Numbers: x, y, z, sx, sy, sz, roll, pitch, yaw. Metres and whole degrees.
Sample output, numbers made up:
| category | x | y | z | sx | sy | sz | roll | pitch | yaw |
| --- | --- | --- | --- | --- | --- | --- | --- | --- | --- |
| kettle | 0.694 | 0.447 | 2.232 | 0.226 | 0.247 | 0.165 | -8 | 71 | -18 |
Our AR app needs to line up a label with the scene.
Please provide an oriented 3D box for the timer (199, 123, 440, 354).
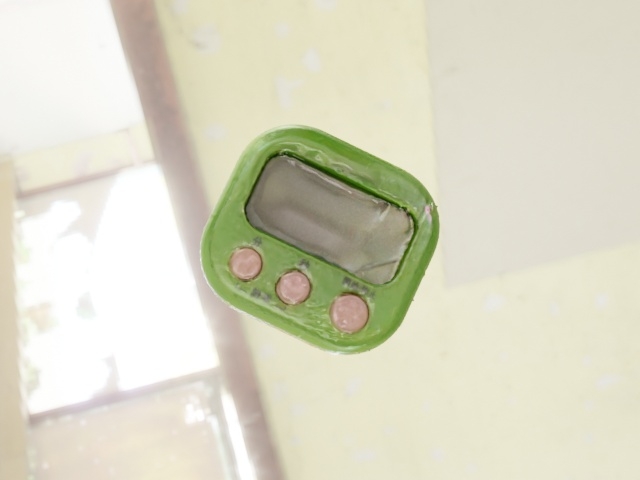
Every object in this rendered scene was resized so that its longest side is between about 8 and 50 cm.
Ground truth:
| category | x | y | z | sx | sy | sz | roll | pitch | yaw |
| --- | --- | --- | --- | --- | --- | --- | --- | --- | --- |
| timer | 0.000 | 0.000 | 0.831 | 0.047 | 0.140 | 0.128 | 126 | 169 | -80 |
